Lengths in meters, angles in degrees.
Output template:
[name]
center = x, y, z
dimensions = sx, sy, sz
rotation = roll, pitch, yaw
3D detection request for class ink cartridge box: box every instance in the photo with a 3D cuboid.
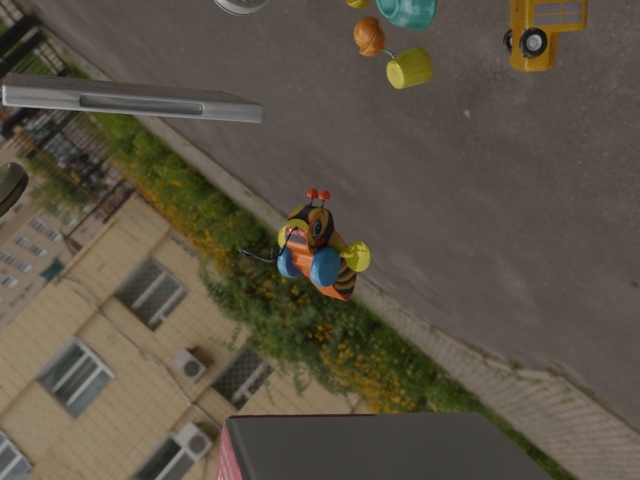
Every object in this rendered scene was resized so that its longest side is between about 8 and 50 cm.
[ink cartridge box]
center = 0.032, 0.367, 0.599
dimensions = 0.279, 0.385, 0.160
rotation = 5, -167, -21

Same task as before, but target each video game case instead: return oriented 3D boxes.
[video game case]
center = -0.236, -0.179, 0.819
dimensions = 0.285, 0.025, 0.204
rotation = 0, -163, -24

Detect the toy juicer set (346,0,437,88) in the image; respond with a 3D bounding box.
[toy juicer set]
center = 0.125, -0.442, 1.127
dimensions = 0.209, 0.089, 0.329
rotation = 48, 155, 36

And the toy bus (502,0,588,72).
[toy bus]
center = 0.417, -0.487, 1.210
dimensions = 0.108, 0.130, 0.333
rotation = -101, 5, -70

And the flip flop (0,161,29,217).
[flip flop]
center = -0.467, -0.011, 0.750
dimensions = 0.112, 0.277, 0.080
rotation = 37, 162, 50

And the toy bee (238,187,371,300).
[toy bee]
center = 0.000, 0.000, 1.162
dimensions = 0.195, 0.162, 0.298
rotation = 19, 171, 13

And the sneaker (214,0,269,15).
[sneaker]
center = -0.124, -0.473, 1.054
dimensions = 0.126, 0.321, 0.127
rotation = 21, 154, -26
